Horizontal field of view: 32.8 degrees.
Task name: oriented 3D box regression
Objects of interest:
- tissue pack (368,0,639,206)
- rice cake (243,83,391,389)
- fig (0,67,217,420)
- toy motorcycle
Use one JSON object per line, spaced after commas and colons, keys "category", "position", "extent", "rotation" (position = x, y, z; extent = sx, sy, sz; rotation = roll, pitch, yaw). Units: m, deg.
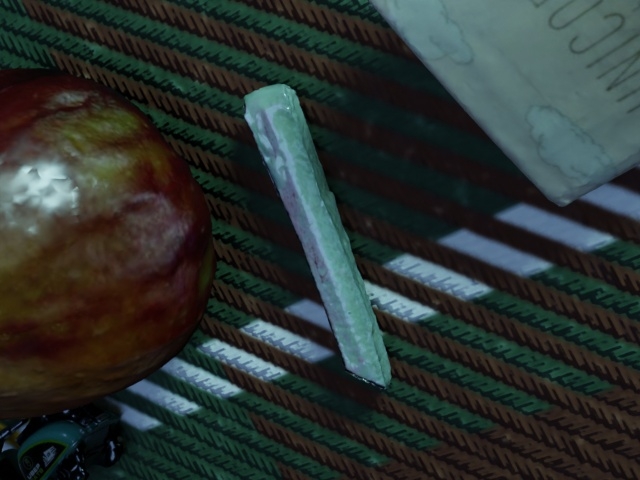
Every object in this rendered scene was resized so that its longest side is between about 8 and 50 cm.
{"category": "tissue pack", "position": [0.188, -0.155, 0.493], "extent": [0.325, 0.071, 0.170], "rotation": [-33, 111, 35]}
{"category": "rice cake", "position": [0.001, 0.000, 0.693], "extent": [0.033, 0.033, 0.208], "rotation": [-17, 101, 20]}
{"category": "fig", "position": [-0.200, 0.006, 0.690], "extent": [0.263, 0.224, 0.224], "rotation": [-12, 107, -15]}
{"category": "toy motorcycle", "position": [-0.220, 0.167, 0.848], "extent": [0.100, 0.058, 0.173], "rotation": [47, 120, 13]}
